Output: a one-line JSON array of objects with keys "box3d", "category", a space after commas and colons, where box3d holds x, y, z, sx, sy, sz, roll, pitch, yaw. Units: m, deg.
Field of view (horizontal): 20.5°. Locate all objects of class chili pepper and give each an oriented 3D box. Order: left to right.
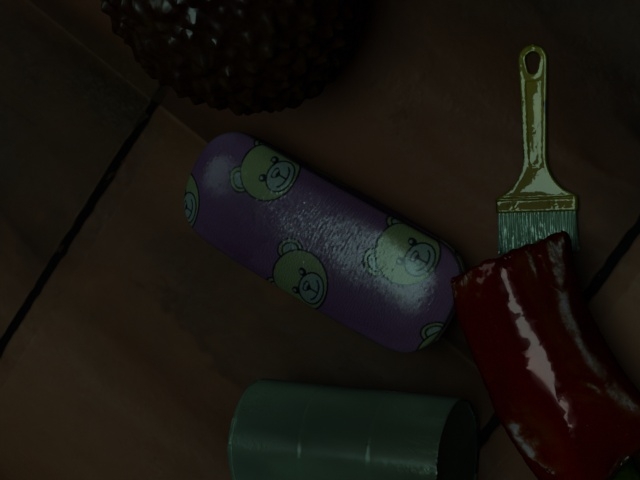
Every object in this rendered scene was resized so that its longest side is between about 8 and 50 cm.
[{"box3d": [0.238, 0.166, 1.659, 0.134, 0.131, 0.338, -29, 85, 39], "category": "chili pepper"}]

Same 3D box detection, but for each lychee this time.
[{"box3d": [-0.081, -0.268, 1.713, 0.276, 0.276, 0.304, -22, 108, 23], "category": "lychee"}]

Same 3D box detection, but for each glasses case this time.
[{"box3d": [0.000, 0.000, 1.785, 0.316, 0.076, 0.123, 29, 103, 20], "category": "glasses case"}]

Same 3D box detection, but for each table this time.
[{"box3d": [0.034, 0.207, 1.750, 0.220, 0.126, 0.126, 3, 93, 24], "category": "table"}]

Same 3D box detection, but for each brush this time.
[{"box3d": [0.210, -0.089, 1.727, 0.083, 0.011, 0.205, -1, 90, 25], "category": "brush"}]
